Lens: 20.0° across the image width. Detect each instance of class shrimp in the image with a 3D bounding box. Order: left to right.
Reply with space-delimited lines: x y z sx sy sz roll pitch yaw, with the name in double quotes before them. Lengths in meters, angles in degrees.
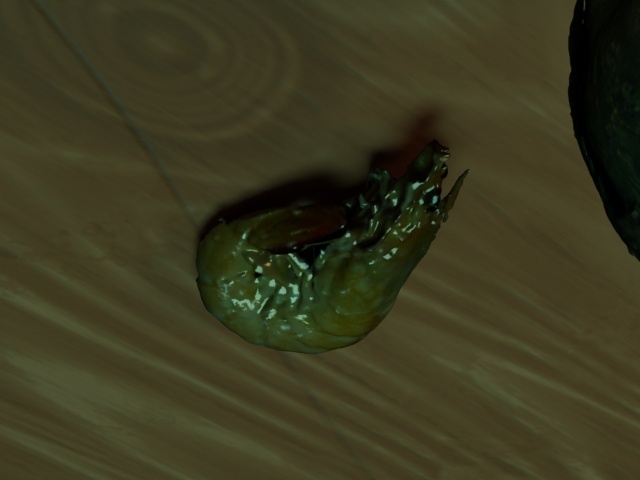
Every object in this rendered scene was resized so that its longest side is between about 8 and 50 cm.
"shrimp" 0.000 0.000 1.308 0.152 0.063 0.287 22 142 -11

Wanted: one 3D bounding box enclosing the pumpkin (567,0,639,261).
"pumpkin" 0.263 -0.111 0.913 0.257 0.327 0.291 18 124 -9
